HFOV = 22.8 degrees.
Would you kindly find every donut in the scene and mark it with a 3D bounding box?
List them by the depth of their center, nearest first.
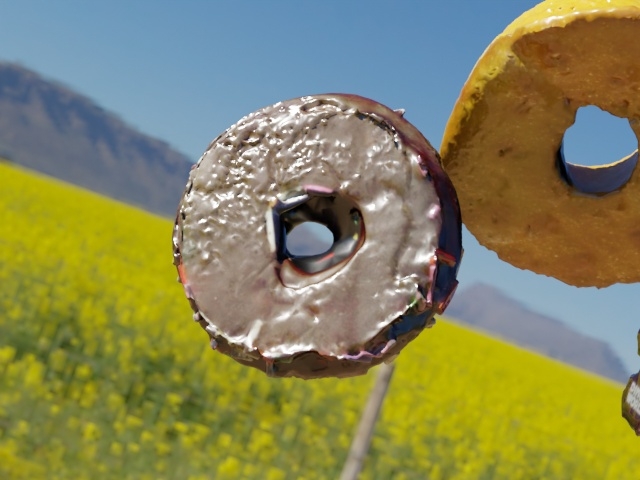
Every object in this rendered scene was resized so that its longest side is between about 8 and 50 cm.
[{"bbox_3d":[0.000,0.000,1.395,0.269,0.270,0.103,19,-10,17],"label":"donut"},{"bbox_3d":[0.257,-0.101,1.450,0.302,0.303,0.110,20,38,-3],"label":"donut"}]

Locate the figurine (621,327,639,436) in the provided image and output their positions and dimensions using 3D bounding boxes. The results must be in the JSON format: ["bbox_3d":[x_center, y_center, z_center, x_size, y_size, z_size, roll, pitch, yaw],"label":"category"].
[{"bbox_3d":[0.454,0.144,1.345,0.365,0.218,0.206,19,-21,-24],"label":"figurine"}]
